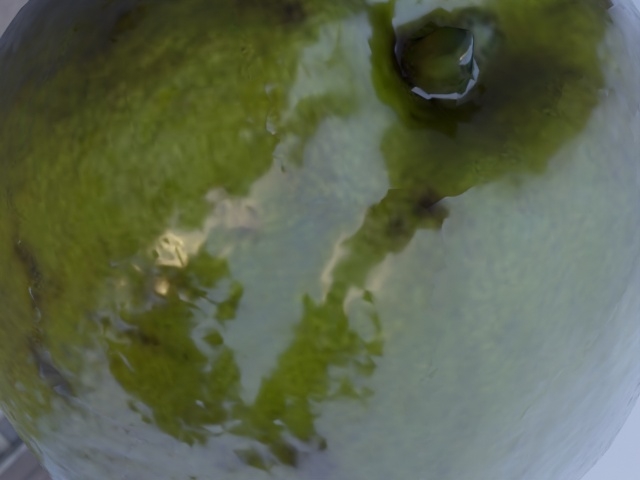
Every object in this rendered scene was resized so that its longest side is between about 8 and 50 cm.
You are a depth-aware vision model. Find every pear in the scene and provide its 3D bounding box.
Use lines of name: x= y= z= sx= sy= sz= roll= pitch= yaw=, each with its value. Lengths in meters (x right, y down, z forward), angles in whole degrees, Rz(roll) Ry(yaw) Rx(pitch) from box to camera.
pear: x=0.000 y=0.000 z=0.556 sx=0.269 sy=0.269 sz=0.321 roll=-46 pitch=173 yaw=-23
